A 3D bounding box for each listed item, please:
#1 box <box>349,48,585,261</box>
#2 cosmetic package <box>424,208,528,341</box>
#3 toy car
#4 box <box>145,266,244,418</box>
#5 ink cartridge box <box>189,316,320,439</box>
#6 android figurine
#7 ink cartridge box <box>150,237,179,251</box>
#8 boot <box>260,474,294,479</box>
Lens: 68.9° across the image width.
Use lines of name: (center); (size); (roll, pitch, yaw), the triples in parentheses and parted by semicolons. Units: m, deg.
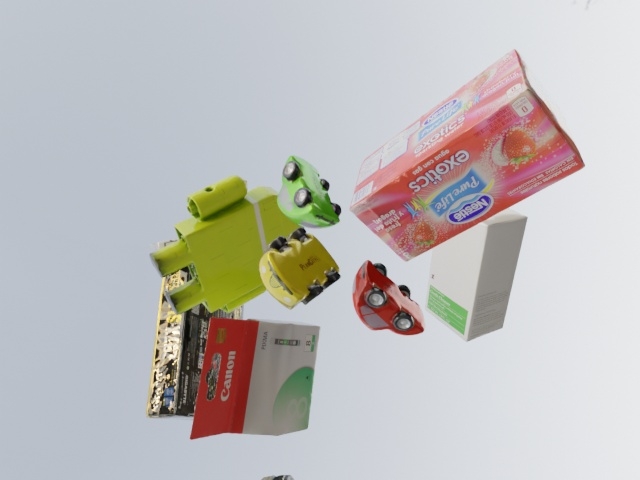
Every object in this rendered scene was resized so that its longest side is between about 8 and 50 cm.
box: (0.205, -0.118, 0.710); (0.142, 0.300, 0.154); (41, -142, -21)
cosmetic package: (0.434, 0.074, 1.337); (0.155, 0.197, 0.365); (-13, -62, -24)
toy car: (0.000, 0.000, 0.509); (0.239, 0.053, 0.224); (23, -144, -45)
box: (-0.275, 0.247, 1.083); (0.257, 0.080, 0.321); (50, -145, -62)
ink cartridge box: (-0.091, 0.218, 0.746); (0.225, 0.056, 0.180); (19, -104, -55)
android figurine: (-0.138, 0.010, 0.778); (0.273, 0.056, 0.248); (-31, -46, -26)
ink cartridge box: (-0.325, 0.022, 1.023); (0.084, 0.048, 0.028); (-12, -123, -8)
boot: (0.047, 0.288, 0.372); (0.179, 0.236, 0.085); (-21, -44, 0)
